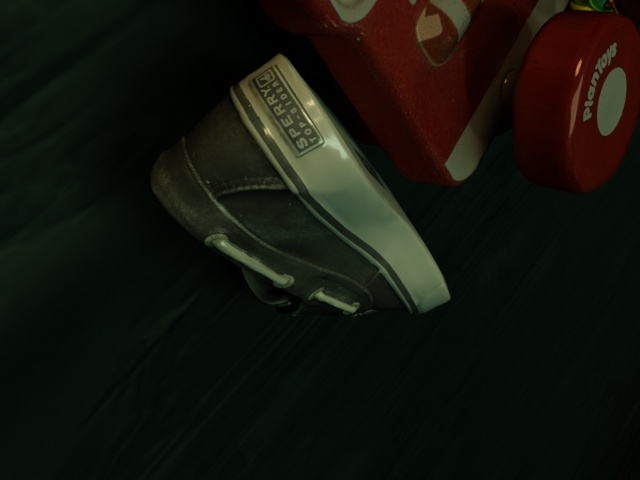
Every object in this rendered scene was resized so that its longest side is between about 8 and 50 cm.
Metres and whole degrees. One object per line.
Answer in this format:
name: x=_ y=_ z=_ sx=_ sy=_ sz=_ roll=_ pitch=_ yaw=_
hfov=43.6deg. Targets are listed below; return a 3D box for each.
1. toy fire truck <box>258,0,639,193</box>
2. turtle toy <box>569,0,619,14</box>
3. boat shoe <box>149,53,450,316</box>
toy fire truck: x=0.097 y=-0.186 z=0.448 sx=0.302 sy=0.169 sz=0.254 roll=-58 pitch=140 yaw=-14
turtle toy: x=0.285 y=-0.259 z=0.747 sx=0.130 sy=0.066 sz=0.095 roll=-38 pitch=137 yaw=-36
boat shoe: x=0.000 y=0.000 z=0.487 sx=0.102 sy=0.108 sz=0.301 roll=-34 pitch=159 yaw=7
